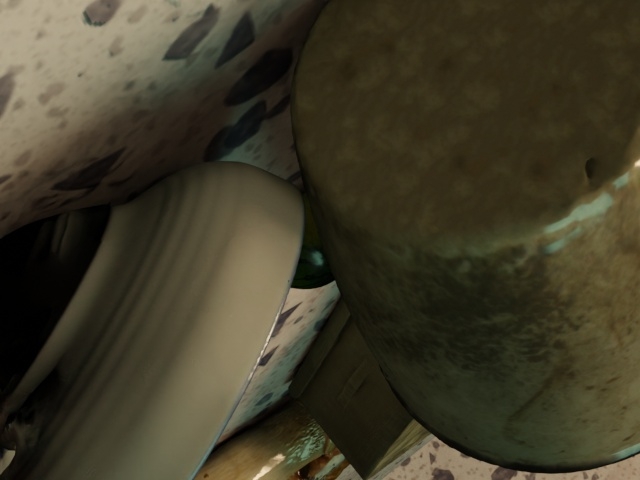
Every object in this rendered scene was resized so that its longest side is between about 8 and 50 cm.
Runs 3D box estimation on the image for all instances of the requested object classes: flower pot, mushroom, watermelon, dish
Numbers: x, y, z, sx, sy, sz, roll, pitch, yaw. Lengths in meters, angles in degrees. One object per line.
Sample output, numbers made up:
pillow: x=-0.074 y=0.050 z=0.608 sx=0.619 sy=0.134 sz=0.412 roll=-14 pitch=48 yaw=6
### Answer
flower pot: x=0.134 y=-0.031 z=0.709 sx=0.293 sy=0.293 sz=0.330 roll=-38 pitch=148 yaw=-4
mushroom: x=-0.128 y=0.312 z=1.318 sx=0.351 sy=0.095 sz=0.123 roll=-33 pitch=178 yaw=-15
watermelon: x=0.000 y=0.000 z=0.869 sx=0.105 sy=0.062 sz=0.105 roll=-44 pitch=163 yaw=-16
dish: x=-0.139 y=0.052 z=0.607 sx=0.273 sy=0.133 sz=0.273 roll=-52 pitch=-163 yaw=23

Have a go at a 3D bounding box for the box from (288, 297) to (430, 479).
box: x=0.089 y=0.139 z=1.229 sx=0.155 sy=0.149 sz=0.231 roll=-26 pitch=156 yaw=-38

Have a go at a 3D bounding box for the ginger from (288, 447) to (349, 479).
ginger: x=0.017 y=0.266 z=1.462 sx=0.309 sy=0.107 sz=0.133 roll=-37 pitch=165 yaw=4
